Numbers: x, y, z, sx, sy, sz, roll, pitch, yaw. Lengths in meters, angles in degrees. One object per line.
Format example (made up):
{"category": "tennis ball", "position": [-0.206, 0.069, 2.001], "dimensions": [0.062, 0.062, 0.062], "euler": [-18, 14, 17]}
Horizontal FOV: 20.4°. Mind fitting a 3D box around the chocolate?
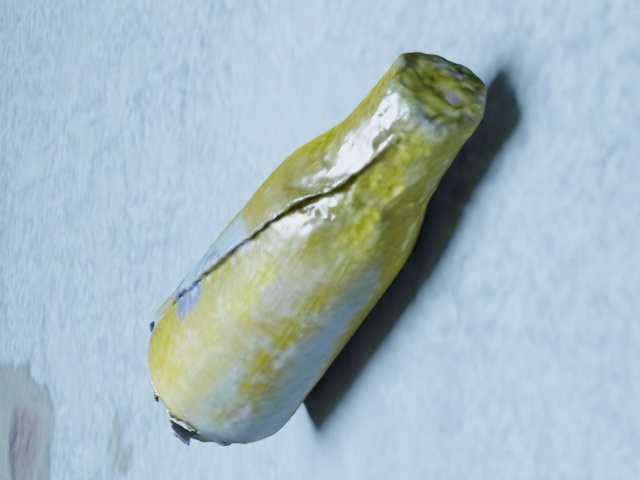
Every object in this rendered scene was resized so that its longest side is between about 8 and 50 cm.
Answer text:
{"category": "chocolate", "position": [0.000, 0.000, 0.754], "dimensions": [0.219, 0.085, 0.085], "euler": [-52, 42, 42]}
